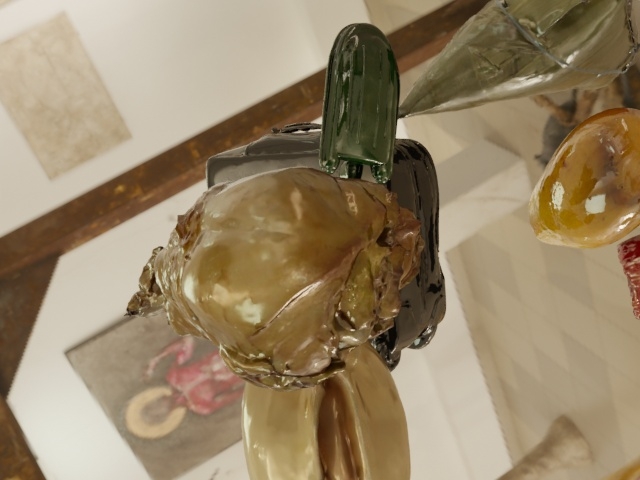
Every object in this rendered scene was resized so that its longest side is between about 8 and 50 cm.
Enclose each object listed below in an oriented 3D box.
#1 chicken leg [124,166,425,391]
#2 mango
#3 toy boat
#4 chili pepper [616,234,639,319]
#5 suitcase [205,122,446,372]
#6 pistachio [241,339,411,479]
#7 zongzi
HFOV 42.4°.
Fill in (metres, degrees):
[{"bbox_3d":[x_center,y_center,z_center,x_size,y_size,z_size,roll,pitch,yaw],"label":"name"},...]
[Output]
[{"bbox_3d":[-0.042,0.035,0.790,0.409,0.295,0.182,-16,89,54],"label":"chicken leg"},{"bbox_3d":[0.279,-0.057,0.853,0.112,0.145,0.219,34,163,-1],"label":"mango"},{"bbox_3d":[0.050,-0.169,1.016,0.052,0.104,0.210,167,108,-66],"label":"toy boat"},{"bbox_3d":[0.621,0.024,1.213,0.131,0.338,0.135,-61,-45,-58],"label":"chili pepper"},{"bbox_3d":[0.000,0.000,1.200,0.345,0.188,0.339,3,105,39],"label":"suitcase"},{"bbox_3d":[0.007,0.253,0.977,0.214,0.193,0.318,103,162,-76],"label":"pistachio"},{"bbox_3d":[0.335,-0.286,1.352,0.174,0.393,0.356,59,-161,21],"label":"zongzi"}]
